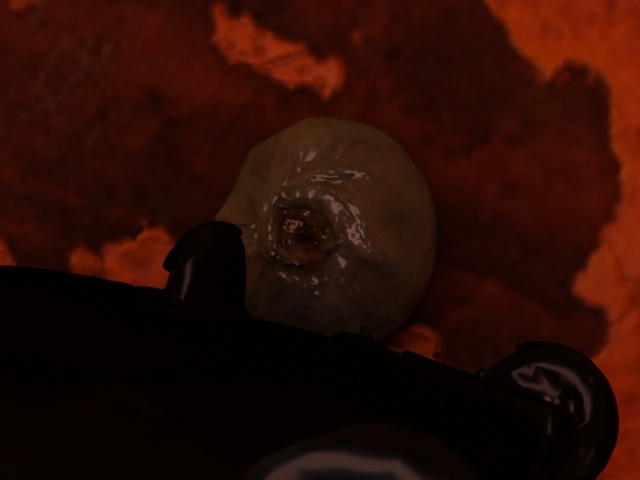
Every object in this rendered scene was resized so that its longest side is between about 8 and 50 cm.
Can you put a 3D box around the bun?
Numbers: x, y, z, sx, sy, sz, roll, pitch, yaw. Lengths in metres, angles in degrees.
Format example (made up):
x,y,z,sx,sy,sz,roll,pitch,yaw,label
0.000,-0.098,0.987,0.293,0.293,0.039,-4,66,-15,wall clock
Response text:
x,y,z,sx,sy,sz,roll,pitch,yaw,label
0.000,0.000,0.655,0.083,0.045,0.083,-2,82,19,bun

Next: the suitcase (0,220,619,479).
x,y,z,sx,sy,sz,roll,pitch,yaw,label
-0.061,0.168,0.493,0.188,0.345,0.339,16,93,10,suitcase
